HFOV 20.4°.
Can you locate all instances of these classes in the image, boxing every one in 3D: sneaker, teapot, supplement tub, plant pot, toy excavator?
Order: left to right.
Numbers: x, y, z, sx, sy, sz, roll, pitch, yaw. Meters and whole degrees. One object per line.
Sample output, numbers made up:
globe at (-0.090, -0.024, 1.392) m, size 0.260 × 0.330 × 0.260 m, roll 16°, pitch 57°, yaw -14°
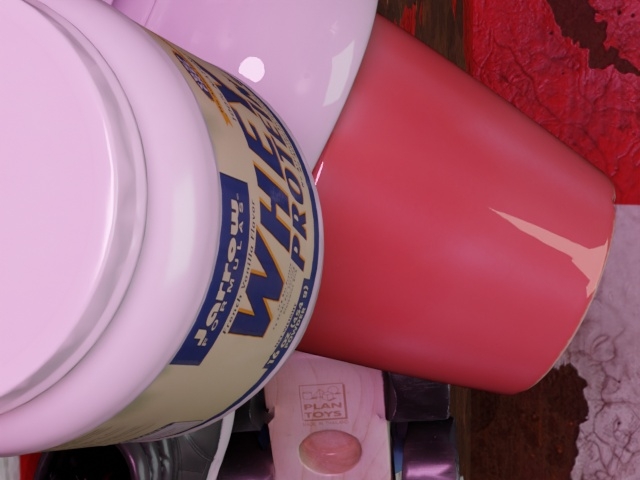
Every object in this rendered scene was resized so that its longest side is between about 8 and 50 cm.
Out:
supplement tub at (-0.143, -0.008, 0.920) m, size 0.325 × 0.235 × 0.235 m, roll 17°, pitch 76°, yaw -76°
sneaker at (-0.147, 0.225, 1.264) m, size 0.147 × 0.105 × 0.295 m, roll -21°, pitch 125°, yaw -55°
teapot at (-0.084, -0.137, 1.288) m, size 0.252 × 0.187 × 0.256 m, roll -67°, pitch -170°, yaw -5°
toy excavator at (0.000, 0.000, 1.657) m, size 0.445 × 0.222 × 0.433 m, roll -91°, pitch 176°, yaw -52°
plant pot at (0.079, -0.013, 1.383) m, size 0.275 × 0.243 × 0.275 m, roll -157°, pitch -90°, yaw -79°
